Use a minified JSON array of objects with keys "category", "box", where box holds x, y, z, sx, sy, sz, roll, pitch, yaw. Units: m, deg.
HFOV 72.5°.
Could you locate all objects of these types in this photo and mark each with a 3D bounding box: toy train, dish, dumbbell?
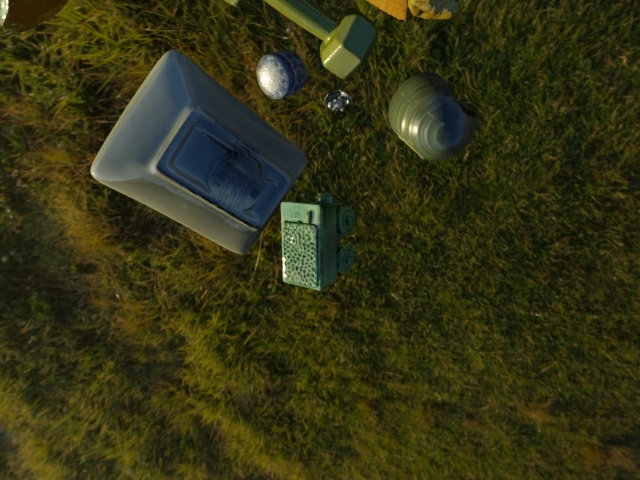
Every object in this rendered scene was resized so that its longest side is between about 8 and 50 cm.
[{"category":"toy train","box":[0.000,0.000,1.220,0.145,0.202,0.266,9,106,35]},{"category":"dish","box":[-0.128,-0.089,0.553,0.243,0.080,0.182,33,91,-40]},{"category":"dumbbell","box":[-0.042,-0.406,0.756,0.302,0.121,0.108,26,121,-22]}]

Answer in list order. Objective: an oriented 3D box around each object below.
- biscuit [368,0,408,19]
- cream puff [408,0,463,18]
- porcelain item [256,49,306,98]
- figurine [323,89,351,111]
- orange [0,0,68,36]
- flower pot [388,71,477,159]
[{"category":"biscuit","box":[0.081,-0.551,0.902,0.237,0.232,0.013,31,100,5]},{"category":"cream puff","box":[0.293,-0.770,1.234,0.270,0.323,0.274,-18,135,-17]},{"category":"porcelain item","box":[-0.133,-0.556,1.464,0.147,0.114,0.147,21,131,27]},{"category":"figurine","box":[0.063,-0.522,1.646,0.086,0.082,0.094,-44,146,1]},{"category":"orange","box":[-0.451,-0.466,0.629,0.262,0.196,0.334,-30,67,43]},{"category":"flower pot","box":[0.252,-0.283,1.004,0.189,0.243,0.157,35,110,-26]}]
